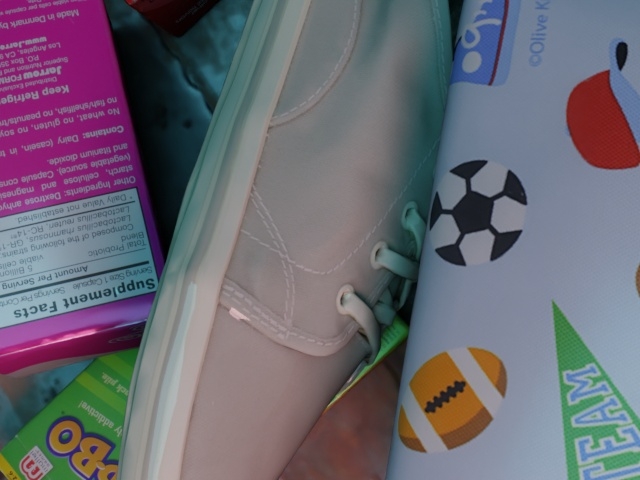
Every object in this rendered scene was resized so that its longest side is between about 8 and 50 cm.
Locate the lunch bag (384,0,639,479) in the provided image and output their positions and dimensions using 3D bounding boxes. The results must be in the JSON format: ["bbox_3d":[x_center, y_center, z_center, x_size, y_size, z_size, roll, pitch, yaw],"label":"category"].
[{"bbox_3d":[0.249,0.046,0.462,0.386,0.239,0.327,7,84,19],"label":"lunch bag"}]

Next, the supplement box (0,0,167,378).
[{"bbox_3d":[-0.158,-0.042,0.575,0.114,0.111,0.220,-12,80,-8],"label":"supplement box"}]

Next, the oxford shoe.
[{"bbox_3d":[0.000,0.000,0.524,0.130,0.169,0.449,15,72,3],"label":"oxford shoe"}]

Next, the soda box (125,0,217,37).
[{"bbox_3d":[-0.032,-0.250,0.608,0.263,0.083,0.092,-40,80,8],"label":"soda box"}]

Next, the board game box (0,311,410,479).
[{"bbox_3d":[-0.077,0.098,0.630,0.259,0.039,0.124,-43,79,4],"label":"board game box"}]
